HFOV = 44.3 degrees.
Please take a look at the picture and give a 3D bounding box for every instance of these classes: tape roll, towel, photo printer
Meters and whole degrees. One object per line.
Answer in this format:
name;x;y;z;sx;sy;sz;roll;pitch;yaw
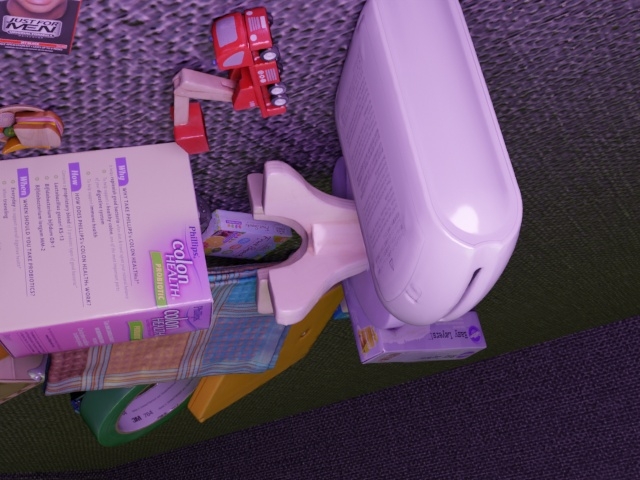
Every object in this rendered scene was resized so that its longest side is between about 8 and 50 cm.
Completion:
tape roll;-0.361;0.312;1.706;0.321;0.077;0.321;-37;160;-16
towel;-0.207;0.135;1.165;0.370;0.040;0.271;-3;139;-28
photo printer;0.104;-0.071;0.824;0.107;0.307;0.256;-8;159;-12

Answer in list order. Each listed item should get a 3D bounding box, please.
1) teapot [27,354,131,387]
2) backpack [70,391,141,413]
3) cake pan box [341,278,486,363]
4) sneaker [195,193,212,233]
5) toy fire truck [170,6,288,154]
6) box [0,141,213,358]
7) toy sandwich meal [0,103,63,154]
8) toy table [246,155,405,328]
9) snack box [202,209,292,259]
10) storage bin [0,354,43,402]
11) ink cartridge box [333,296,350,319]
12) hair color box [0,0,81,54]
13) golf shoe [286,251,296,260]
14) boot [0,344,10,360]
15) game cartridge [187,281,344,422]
teapot;-0.333;0.161;1.365;0.256;0.187;0.252;-16;160;8
backpack;-0.475;0.321;1.814;0.173;0.117;0.158;-26;157;26
cake pan box;0.154;0.085;1.356;0.267;0.245;0.070;6;154;-38
sneaker;-0.276;0.011;1.106;0.271;0.100;0.108;-28;171;5
toy fire truck;-0.105;-0.164;0.832;0.135;0.047;0.192;-11;159;0
box;-0.267;0.010;0.959;0.243;0.213;0.117;-8;159;-12
toy sandwich meal;-0.322;-0.118;0.853;0.085;0.029;0.085;-11;160;-4
toy table;0.000;0.000;1.024;0.161;0.274;0.252;-5;124;-13
snack box;-0.130;-0.007;1.247;0.141;0.037;0.100;6;154;-41
storage bin;-0.682;0.239;1.465;0.262;0.123;0.260;-27;155;34
ink cartridge box;0.122;0.082;1.570;0.134;0.078;0.231;-2;157;-26
hair color box;-0.232;-0.211;0.637;0.072;0.043;0.141;-1;156;-25
golf shoe;0.032;0.033;1.429;0.186;0.086;0.067;6;-161;-10
boot;-0.570;0.122;1.256;0.295;0.104;0.211;-3;150;-46
game cartridge;-0.095;0.193;1.498;0.324;0.052;0.285;-25;154;-44
